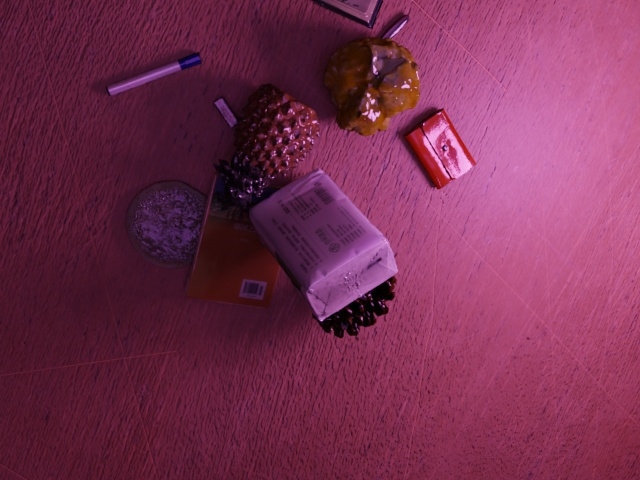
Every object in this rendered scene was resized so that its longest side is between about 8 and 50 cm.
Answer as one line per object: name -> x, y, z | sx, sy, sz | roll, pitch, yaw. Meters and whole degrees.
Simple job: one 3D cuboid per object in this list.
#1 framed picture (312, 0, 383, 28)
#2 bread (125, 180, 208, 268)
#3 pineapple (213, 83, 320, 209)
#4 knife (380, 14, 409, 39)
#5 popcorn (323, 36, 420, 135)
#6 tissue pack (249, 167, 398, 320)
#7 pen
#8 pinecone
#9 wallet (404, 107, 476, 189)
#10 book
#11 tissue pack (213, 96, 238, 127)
framed picture -> 0.096, -0.714, 1.815 | 0.195, 0.010, 0.200 | 17, 102, -21
bread -> -0.425, -0.041, 1.901 | 0.266, 0.040, 0.267 | -3, 105, -10
pineapple -> -0.168, -0.229, 1.790 | 0.222, 0.223, 0.357 | 35, 89, -17
knife -> 0.164, -0.546, 1.881 | 0.035, 0.018, 0.247 | 41, 98, -22
popcorn -> 0.144, -0.418, 1.799 | 0.276, 0.225, 0.277 | 8, 112, 21
tissue pack -> 0.001, 0.001, 1.801 | 0.266, 0.356, 0.194 | -32, 141, -8
pen -> -0.450, -0.450, 1.790 | 0.268, 0.033, 0.033 | -21, 107, -4
pinecone -> 0.089, 0.155, 1.920 | 0.246, 0.292, 0.246 | 16, 131, 19
wallet -> 0.358, -0.271, 1.972 | 0.142, 0.045, 0.204 | -35, 108, 1
book -> -0.227, 0.009, 1.934 | 0.262, 0.028, 0.374 | 11, 102, -22
tissue pack -> -0.260, -0.357, 1.832 | 0.035, 0.063, 0.083 | -33, 109, 3
